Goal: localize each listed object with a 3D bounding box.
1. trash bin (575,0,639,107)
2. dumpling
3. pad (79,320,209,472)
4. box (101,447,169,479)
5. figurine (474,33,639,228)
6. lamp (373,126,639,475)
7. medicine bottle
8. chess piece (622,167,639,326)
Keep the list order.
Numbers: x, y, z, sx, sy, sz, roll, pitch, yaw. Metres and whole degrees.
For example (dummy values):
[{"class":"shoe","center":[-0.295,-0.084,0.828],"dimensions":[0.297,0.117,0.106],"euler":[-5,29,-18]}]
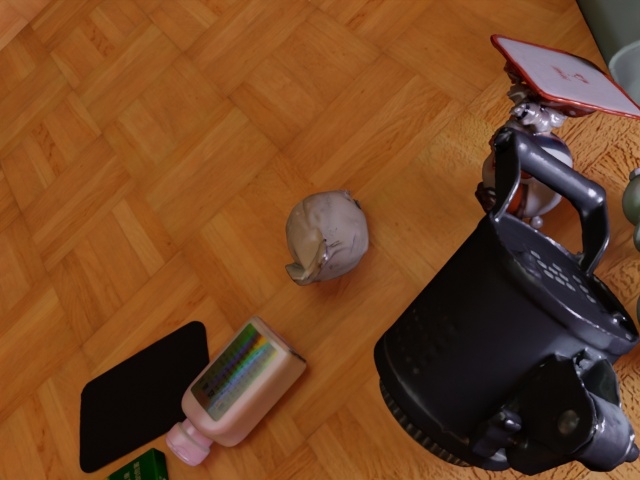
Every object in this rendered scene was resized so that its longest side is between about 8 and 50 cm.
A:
[{"class":"trash bin","center":[0.447,-0.367,1.180],"dimensions":[0.223,0.158,0.343],"euler":[-23,48,23]},{"class":"dumpling","center":[0.000,0.000,1.288],"dimensions":[0.136,0.118,0.199],"euler":[-41,13,26]},{"class":"pad","center":[-0.284,0.248,1.394],"dimensions":[0.267,0.004,0.181],"euler":[-30,45,17]},{"class":"box","center":[-0.317,0.415,1.271],"dimensions":[0.235,0.034,0.132],"euler":[-34,45,12]},{"class":"figurine","center":[0.266,-0.112,1.111],"dimensions":[0.183,0.160,0.226],"euler":[-106,30,-53]},{"class":"lamp","center":[0.190,0.106,0.958],"dimensions":[0.272,0.205,0.374],"euler":[-40,34,37]},{"class":"medicine bottle","center":[-0.127,0.219,1.239],"dimensions":[0.219,0.078,0.115],"euler":[-48,45,-3]},{"class":"chess piece","center":[0.399,0.001,0.982],"dimensions":[0.139,0.139,0.271],"euler":[-26,36,20]}]
